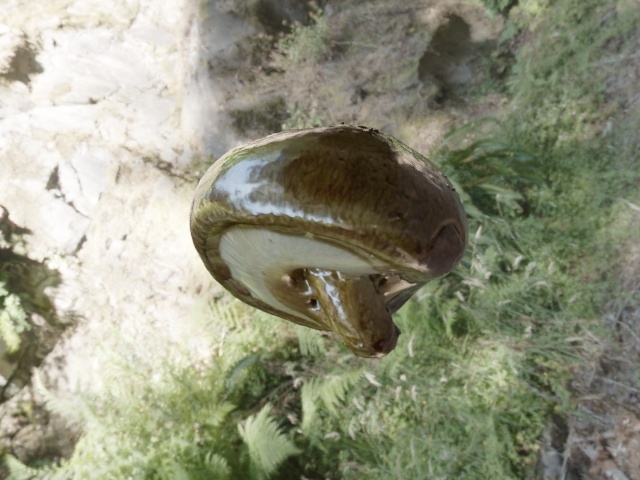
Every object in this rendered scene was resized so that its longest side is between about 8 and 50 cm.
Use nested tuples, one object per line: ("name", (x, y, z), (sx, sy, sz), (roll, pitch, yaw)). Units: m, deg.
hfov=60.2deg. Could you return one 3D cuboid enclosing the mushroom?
("mushroom", (0.006, -0.011, 0.432), (0.138, 0.194, 0.231), (-58, 9, -31))
